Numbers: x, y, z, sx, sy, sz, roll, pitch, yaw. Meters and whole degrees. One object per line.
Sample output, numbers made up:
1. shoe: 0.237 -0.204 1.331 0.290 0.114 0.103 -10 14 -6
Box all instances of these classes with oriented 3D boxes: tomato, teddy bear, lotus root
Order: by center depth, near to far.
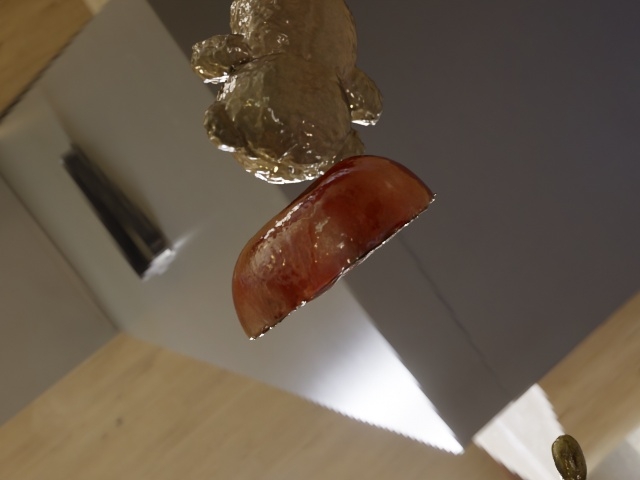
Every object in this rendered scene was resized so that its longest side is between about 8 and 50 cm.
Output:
1. tomato: -0.002 -0.002 1.081 0.085 0.225 0.225 49 163 -1
2. teddy bear: -0.034 -0.186 1.350 0.235 0.267 0.151 10 155 -15
3. lotus root: 0.397 0.356 1.843 0.054 0.049 0.099 55 -157 -64
